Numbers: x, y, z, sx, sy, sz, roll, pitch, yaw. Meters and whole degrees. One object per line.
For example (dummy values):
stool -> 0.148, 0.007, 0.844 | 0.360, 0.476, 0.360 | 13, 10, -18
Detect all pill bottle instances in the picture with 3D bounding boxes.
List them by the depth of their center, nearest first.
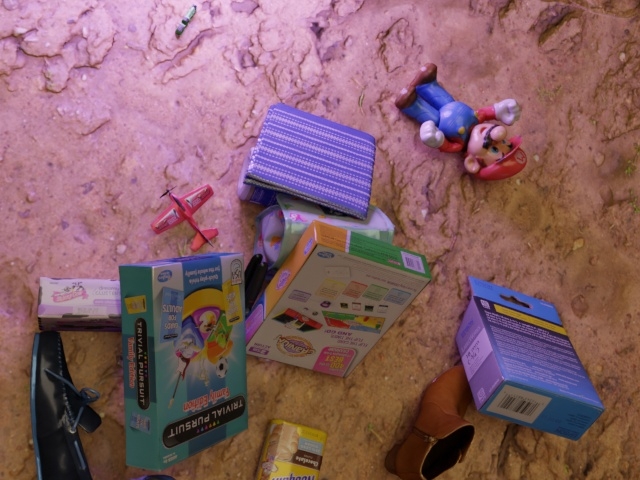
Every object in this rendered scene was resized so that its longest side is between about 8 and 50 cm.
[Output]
pill bottle -> -0.068, -0.115, 1.627 | 0.187, 0.112, 0.112 | 14, 73, -16

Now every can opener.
can opener -> -0.144, 0.104, 1.524 | 0.073, 0.186, 0.059 | -7, 51, -45

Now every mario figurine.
mario figurine -> 0.332, -0.267, 1.764 | 0.320, 0.170, 0.198 | 38, 103, 1

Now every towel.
towel -> -0.012, -0.163, 1.579 | 0.243, 0.040, 0.336 | 18, 33, -4

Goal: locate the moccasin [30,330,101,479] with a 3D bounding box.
moccasin -> -0.442, 0.325, 1.395 | 0.117, 0.138, 0.342 | -6, 93, -14

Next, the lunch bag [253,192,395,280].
lunch bag -> 0.000, 0.000, 1.541 | 0.223, 0.262, 0.160 | 6, 75, -17

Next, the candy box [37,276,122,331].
candy box -> -0.414, 0.117, 1.407 | 0.165, 0.196, 0.070 | 3, 76, -18

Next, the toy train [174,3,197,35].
toy train -> -0.285, -0.470, 1.685 | 0.017, 0.024, 0.083 | 30, 70, -10

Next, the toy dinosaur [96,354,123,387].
toy dinosaur -> -0.334, 0.238, 1.446 | 0.053, 0.183, 0.092 | -46, 53, 13

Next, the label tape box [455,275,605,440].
label tape box -> 0.424, 0.244, 1.684 | 0.241, 0.106, 0.333 | 19, 30, -16

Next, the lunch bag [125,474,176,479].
lunch bag -> -0.353, 0.532, 1.297 | 0.303, 0.115, 0.243 | -11, 93, -17

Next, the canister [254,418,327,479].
canister -> -0.061, 0.439, 1.517 | 0.126, 0.073, 0.170 | 19, 70, -14

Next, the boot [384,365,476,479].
boot -> 0.258, 0.362, 1.569 | 0.104, 0.211, 0.295 | 45, 67, -5

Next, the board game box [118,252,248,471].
board game box -> -0.231, 0.198, 1.391 | 0.254, 0.079, 0.336 | -9, 98, -60

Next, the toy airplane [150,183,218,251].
toy airplane -> -0.260, -0.044, 1.589 | 0.151, 0.028, 0.151 | 4, 77, -17

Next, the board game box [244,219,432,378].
board game box -> 0.019, 0.121, 1.482 | 0.242, 0.316, 0.064 | 18, 38, -24
